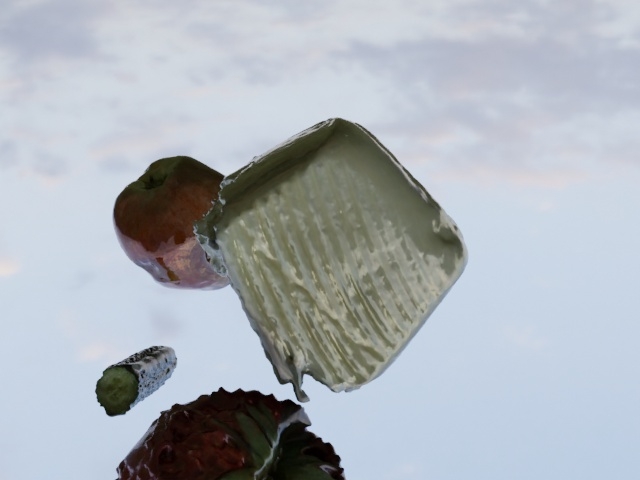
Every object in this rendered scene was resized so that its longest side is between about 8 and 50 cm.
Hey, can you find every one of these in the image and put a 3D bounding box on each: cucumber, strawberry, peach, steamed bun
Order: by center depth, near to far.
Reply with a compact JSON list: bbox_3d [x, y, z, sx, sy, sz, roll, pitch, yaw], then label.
[{"bbox_3d":[-0.107,0.302,1.412,0.257,0.261,0.261,-44,173,39],"label":"strawberry"},{"bbox_3d":[0.000,0.000,1.456,0.273,0.290,0.272,-38,-156,-2],"label":"steamed bun"},{"bbox_3d":[-0.279,0.211,1.900,0.077,0.077,0.265,-1,-177,10],"label":"cucumber"},{"bbox_3d":[-0.213,-0.019,1.986,0.214,0.235,0.214,-21,-141,18],"label":"peach"}]
